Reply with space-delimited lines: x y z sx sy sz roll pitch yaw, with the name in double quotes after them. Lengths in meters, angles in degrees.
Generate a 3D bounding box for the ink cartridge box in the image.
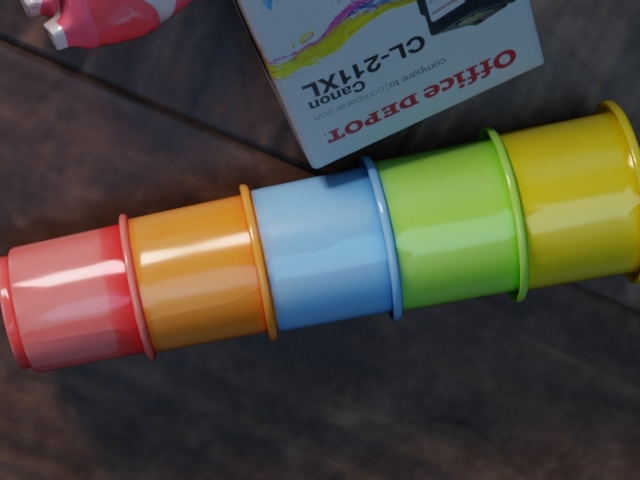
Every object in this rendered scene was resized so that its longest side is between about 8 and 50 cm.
0.019 -0.133 0.738 0.127 0.072 0.175 -25 138 0 "ink cartridge box"

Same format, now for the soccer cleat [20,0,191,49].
-0.105 -0.195 0.709 0.095 0.083 0.248 -26 134 -20 "soccer cleat"

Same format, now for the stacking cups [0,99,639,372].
0.000 0.000 0.818 0.316 0.096 0.096 -9 108 -1 "stacking cups"
